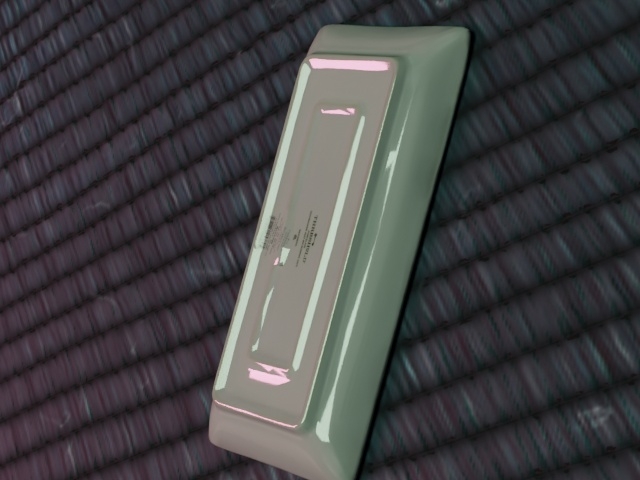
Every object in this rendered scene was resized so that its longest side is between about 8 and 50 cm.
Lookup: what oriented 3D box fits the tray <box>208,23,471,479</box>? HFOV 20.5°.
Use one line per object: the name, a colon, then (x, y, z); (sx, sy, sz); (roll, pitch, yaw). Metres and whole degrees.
tray: (0.000, 0.000, 1.032); (0.145, 0.030, 0.270); (10, 84, 54)
